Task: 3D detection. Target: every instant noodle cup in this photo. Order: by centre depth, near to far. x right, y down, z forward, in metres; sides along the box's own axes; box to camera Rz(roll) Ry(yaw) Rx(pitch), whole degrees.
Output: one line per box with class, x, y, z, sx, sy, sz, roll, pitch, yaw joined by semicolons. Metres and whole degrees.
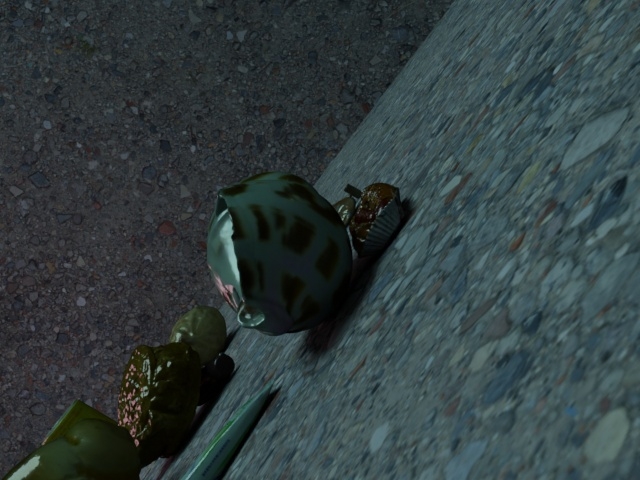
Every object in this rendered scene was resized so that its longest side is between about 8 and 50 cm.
instant noodle cup;-0.580;0.535;2.222;0.215;0.236;0.215;-50;5;6

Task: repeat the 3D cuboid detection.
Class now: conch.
conch;-0.064;0.002;1.207;0.197;0.249;0.368;-22;36;-10

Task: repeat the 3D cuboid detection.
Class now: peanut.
peanut;-0.316;0.248;2.306;0.159;0.143;0.291;-46;3;0

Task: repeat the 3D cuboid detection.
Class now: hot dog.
hot dog;0.078;-0.032;1.243;0.108;0.059;0.191;-58;8;8

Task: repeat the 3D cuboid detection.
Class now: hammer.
hammer;0.050;-0.066;1.824;0.110;0.035;0.019;-64;8;-17

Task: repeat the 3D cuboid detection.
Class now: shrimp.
shrimp;0.000;0.000;1.757;0.223;0.047;0.126;-49;17;26

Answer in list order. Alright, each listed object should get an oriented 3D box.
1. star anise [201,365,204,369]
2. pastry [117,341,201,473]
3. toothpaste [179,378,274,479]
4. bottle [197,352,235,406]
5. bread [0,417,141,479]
star anise;-0.364;0.395;2.104;0.262;0.081;0.230;-44;21;45
pastry;-0.317;0.323;1.734;0.240;0.132;0.235;-69;28;25
toothpaste;-0.151;0.303;1.129;0.297;0.048;0.075;-52;1;-30
bottle;-0.226;0.283;1.770;0.164;0.060;0.060;-46;9;46
bread;-0.412;0.468;1.430;0.341;0.210;0.300;-48;-19;-20
